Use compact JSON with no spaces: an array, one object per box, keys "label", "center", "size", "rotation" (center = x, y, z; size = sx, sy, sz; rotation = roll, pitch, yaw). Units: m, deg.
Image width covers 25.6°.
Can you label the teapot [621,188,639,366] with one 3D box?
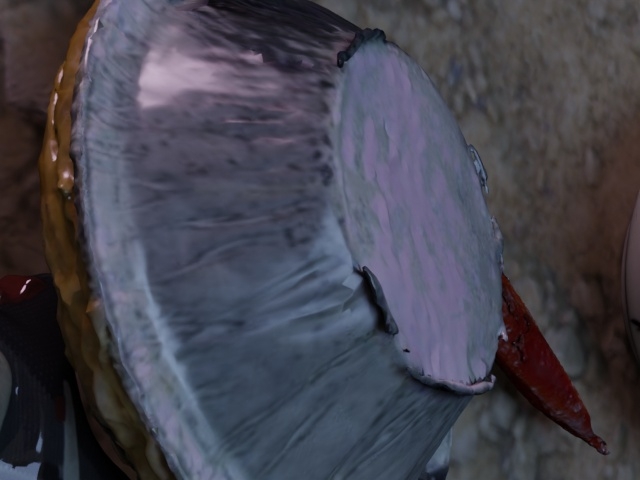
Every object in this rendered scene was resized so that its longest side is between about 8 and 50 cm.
[{"label":"teapot","center":[0.263,0.022,0.721],"size":[0.299,0.166,0.208],"rotation":[12,68,-30]}]

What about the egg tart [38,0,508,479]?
[{"label":"egg tart","center":[0.000,0.000,0.490],"size":[0.234,0.094,0.234],"rotation":[37,44,-47]}]

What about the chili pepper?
[{"label":"chili pepper","center":[0.083,0.038,0.637],"size":[0.027,0.045,0.178],"rotation":[-35,117,6]}]

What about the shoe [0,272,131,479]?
[{"label":"shoe","center":[-0.094,0.108,0.447],"size":[0.112,0.099,0.227],"rotation":[-24,102,-46]}]
